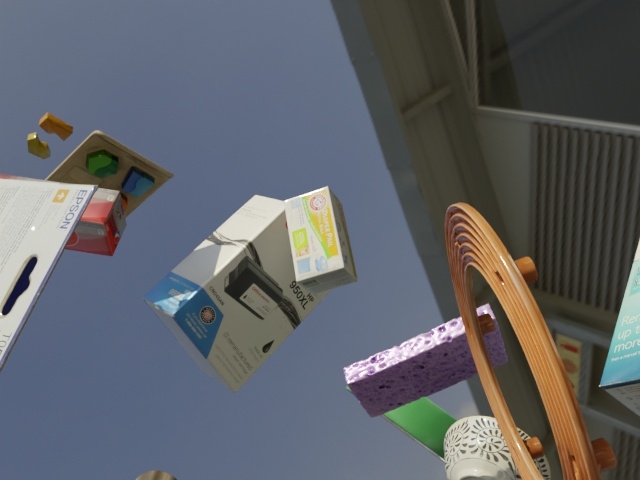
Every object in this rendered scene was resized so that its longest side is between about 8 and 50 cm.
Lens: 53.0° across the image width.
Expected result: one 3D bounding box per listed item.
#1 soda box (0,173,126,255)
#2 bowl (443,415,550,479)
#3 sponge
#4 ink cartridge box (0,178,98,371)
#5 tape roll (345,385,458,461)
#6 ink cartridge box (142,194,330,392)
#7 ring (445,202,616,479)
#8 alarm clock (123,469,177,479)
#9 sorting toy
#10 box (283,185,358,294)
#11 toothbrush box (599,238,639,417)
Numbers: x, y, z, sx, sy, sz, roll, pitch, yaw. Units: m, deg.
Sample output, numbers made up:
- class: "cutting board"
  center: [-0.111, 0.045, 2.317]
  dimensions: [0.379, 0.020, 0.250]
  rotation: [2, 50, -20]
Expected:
- class: "soda box"
  center: [-0.486, -0.048, 1.129]
  dimensions: [0.092, 0.263, 0.084]
  rotation: [96, -177, -49]
- class: "bowl"
  center: [0.253, 0.361, 0.975]
  dimensions: [0.080, 0.170, 0.170]
  rotation: [-36, -50, -50]
- class: "sponge"
  center: [0.143, 0.167, 0.859]
  dimensions: [0.210, 0.031, 0.117]
  rotation: [-25, -42, 7]
- class: "ink cartridge box"
  center: [-0.481, 0.063, 0.886]
  dimensions: [0.071, 0.329, 0.324]
  rotation: [59, -136, -54]
- class: "tape roll"
  center: [0.203, 0.378, 1.355]
  dimensions: [0.077, 0.321, 0.321]
  rotation: [-53, -42, -10]
- class: "ink cartridge box"
  center: [-0.183, 0.121, 1.583]
  dimensions: [0.395, 0.166, 0.286]
  rotation: [-46, -55, -23]
- class: "ring"
  center: [0.183, 0.123, 0.579]
  dimensions: [0.032, 0.337, 0.337]
  rotation: [-18, -53, 1]
- class: "alarm clock"
  center: [-0.398, 0.649, 1.627]
  dimensions: [0.064, 0.191, 0.130]
  rotation: [-85, -3, -73]
- class: "sorting toy"
  center: [-0.516, -0.150, 1.432]
  dimensions: [0.229, 0.041, 0.307]
  rotation: [-33, -41, 25]
- class: "box"
  center: [0.000, 0.000, 1.427]
  dimensions: [0.103, 0.114, 0.203]
  rotation: [46, -150, -61]
- class: "toothbrush box"
  center: [0.498, 0.075, 0.782]
  dimensions: [0.126, 0.216, 0.296]
  rotation: [39, -121, -8]
